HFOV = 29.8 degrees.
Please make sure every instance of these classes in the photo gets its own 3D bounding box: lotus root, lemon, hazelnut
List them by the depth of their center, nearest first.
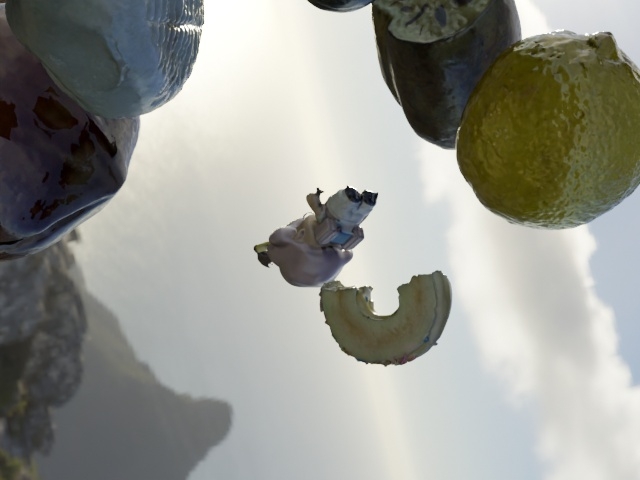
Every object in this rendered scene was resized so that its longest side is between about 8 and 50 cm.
[{"bbox_3d":[0.329,-0.147,1.691,0.268,0.268,0.321,-102,-152,-46],"label":"lemon"},{"bbox_3d":[-0.505,-0.185,1.899,0.429,0.402,0.402,-51,139,-38],"label":"hazelnut"},{"bbox_3d":[0.218,-0.297,1.983,0.346,0.251,0.250,74,3,-55],"label":"lotus root"}]

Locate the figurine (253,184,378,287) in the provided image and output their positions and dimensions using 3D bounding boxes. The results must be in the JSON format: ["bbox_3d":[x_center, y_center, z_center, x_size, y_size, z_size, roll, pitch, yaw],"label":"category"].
[{"bbox_3d":[0.000,0.000,1.747,0.229,0.137,0.111,-45,-128,38],"label":"figurine"}]

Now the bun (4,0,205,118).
[{"bbox_3d":[-0.230,-0.303,1.262,0.354,0.194,0.354,2,90,-82],"label":"bun"}]

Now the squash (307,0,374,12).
[{"bbox_3d":[0.027,-0.393,1.556,0.193,0.156,0.193,-162,-90,-85],"label":"squash"}]

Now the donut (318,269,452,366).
[{"bbox_3d":[0.083,0.094,1.422,0.065,0.166,0.108,-1,84,-63],"label":"donut"}]
